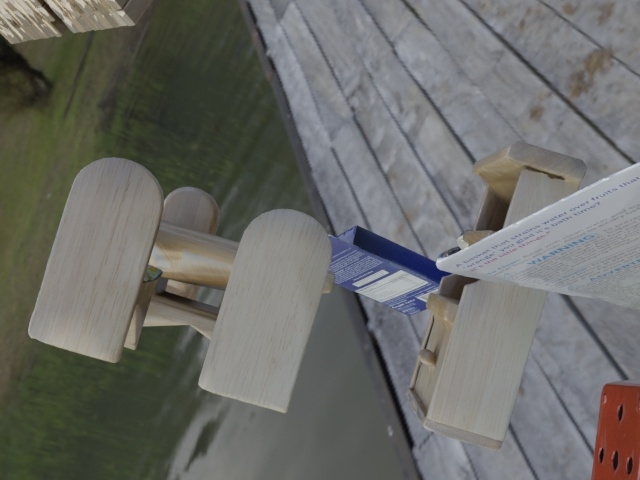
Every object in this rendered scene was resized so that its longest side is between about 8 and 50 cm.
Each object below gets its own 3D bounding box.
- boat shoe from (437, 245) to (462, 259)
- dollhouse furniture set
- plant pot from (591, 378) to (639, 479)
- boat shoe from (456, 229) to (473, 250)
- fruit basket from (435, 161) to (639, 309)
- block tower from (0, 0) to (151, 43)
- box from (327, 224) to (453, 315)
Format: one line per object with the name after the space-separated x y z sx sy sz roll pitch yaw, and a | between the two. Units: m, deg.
0.271 0.023 1.410 0.066 0.183 0.066 -51 60 35 | boat shoe
0.000 0.000 0.773 0.362 0.394 0.257 45 -118 -90 | dollhouse furniture set
0.459 0.277 0.972 0.267 0.235 0.267 76 -156 -81 | plant pot
0.217 0.014 0.991 0.046 0.125 0.038 -18 47 66 | boat shoe
0.285 -0.035 0.447 0.327 0.353 0.166 -29 58 37 | fruit basket
-0.397 -0.381 1.289 0.335 0.091 0.097 4 56 39 | block tower
0.074 0.040 1.169 0.136 0.225 0.037 -30 42 55 | box
